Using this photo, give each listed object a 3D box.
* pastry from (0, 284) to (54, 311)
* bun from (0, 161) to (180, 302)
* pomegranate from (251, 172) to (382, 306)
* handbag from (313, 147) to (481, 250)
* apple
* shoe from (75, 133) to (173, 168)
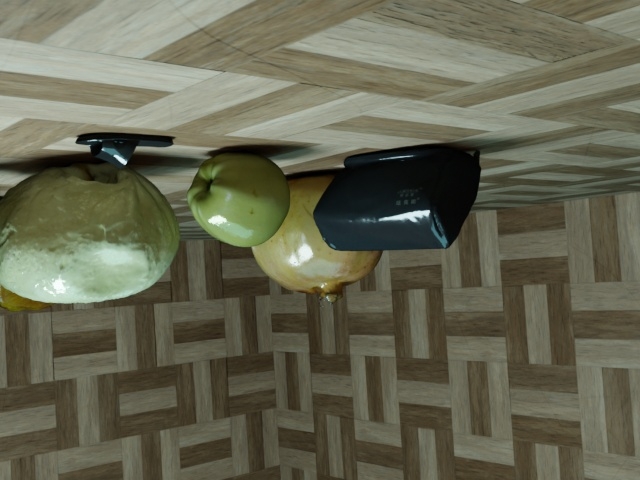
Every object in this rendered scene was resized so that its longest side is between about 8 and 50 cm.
[{"bbox_3d":[-0.736,0.036,2.041,0.356,0.356,0.164,0,-140,-51],"label":"pastry"},{"bbox_3d":[-0.452,-0.031,1.506,0.352,0.227,0.349,14,-158,32],"label":"bun"},{"bbox_3d":[0.000,0.000,1.905,0.338,0.338,0.338,-4,177,0],"label":"pomegranate"},{"bbox_3d":[0.162,-0.113,1.632,0.301,0.275,0.178,-3,134,36],"label":"handbag"},{"bbox_3d":[-0.150,-0.081,1.500,0.200,0.200,0.200,-4,177,0],"label":"apple"},{"bbox_3d":[-0.315,-0.144,1.287,0.159,0.053,0.062,-5,-178,-31],"label":"shoe"}]
